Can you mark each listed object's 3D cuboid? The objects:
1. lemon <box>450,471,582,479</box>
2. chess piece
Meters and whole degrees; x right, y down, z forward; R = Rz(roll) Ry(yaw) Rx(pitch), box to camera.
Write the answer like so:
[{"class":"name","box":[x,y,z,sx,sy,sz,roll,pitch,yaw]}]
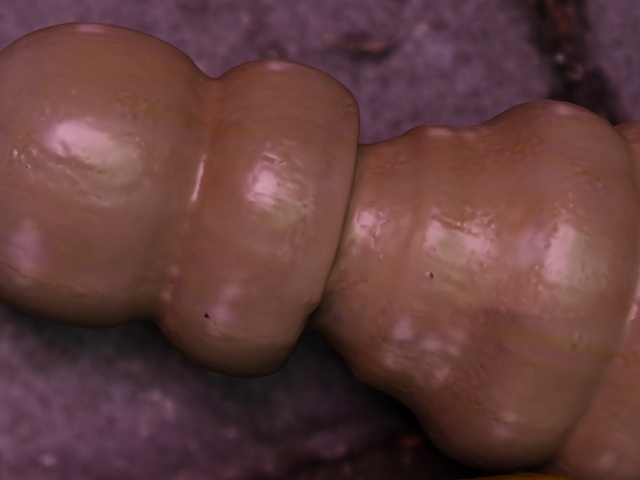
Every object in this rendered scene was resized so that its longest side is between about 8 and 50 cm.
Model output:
[{"class":"lemon","box":[0.049,0.179,0.447,0.260,0.204,0.204,-30,91,-34]},{"class":"chess piece","box":[0.000,0.000,0.506,0.261,0.143,0.142,14,76,-12]}]
